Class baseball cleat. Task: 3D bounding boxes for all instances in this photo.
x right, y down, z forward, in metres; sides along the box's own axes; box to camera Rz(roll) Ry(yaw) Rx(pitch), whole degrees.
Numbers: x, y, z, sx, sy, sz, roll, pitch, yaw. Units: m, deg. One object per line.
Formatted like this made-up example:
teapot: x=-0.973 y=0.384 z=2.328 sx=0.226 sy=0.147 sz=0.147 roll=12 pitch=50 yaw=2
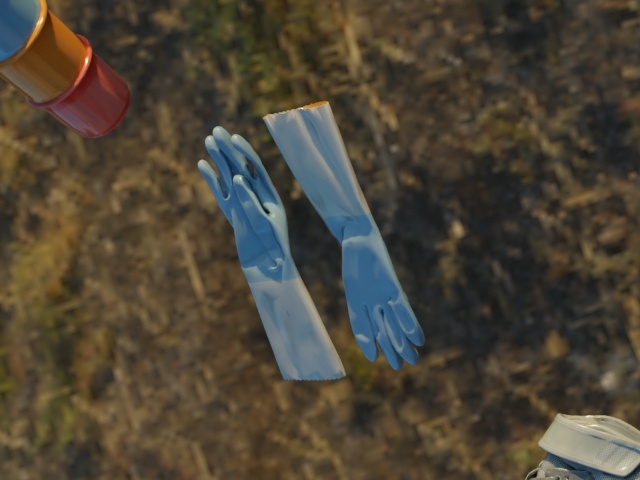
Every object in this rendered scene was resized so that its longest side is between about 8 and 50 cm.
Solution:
baseball cleat: x=0.131 y=0.166 z=1.209 sx=0.072 sy=0.206 sz=0.109 roll=-123 pitch=18 yaw=-84

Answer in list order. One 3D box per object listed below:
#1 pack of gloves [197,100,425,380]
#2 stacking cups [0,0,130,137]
pack of gloves: x=0.000 y=0.000 z=1.582 sx=0.195 sy=0.046 sz=0.232 roll=-6 pitch=110 yaw=53
stacking cups: x=-0.280 y=-0.192 z=1.604 sx=0.096 sy=0.096 sz=0.316 roll=37 pitch=176 yaw=46
